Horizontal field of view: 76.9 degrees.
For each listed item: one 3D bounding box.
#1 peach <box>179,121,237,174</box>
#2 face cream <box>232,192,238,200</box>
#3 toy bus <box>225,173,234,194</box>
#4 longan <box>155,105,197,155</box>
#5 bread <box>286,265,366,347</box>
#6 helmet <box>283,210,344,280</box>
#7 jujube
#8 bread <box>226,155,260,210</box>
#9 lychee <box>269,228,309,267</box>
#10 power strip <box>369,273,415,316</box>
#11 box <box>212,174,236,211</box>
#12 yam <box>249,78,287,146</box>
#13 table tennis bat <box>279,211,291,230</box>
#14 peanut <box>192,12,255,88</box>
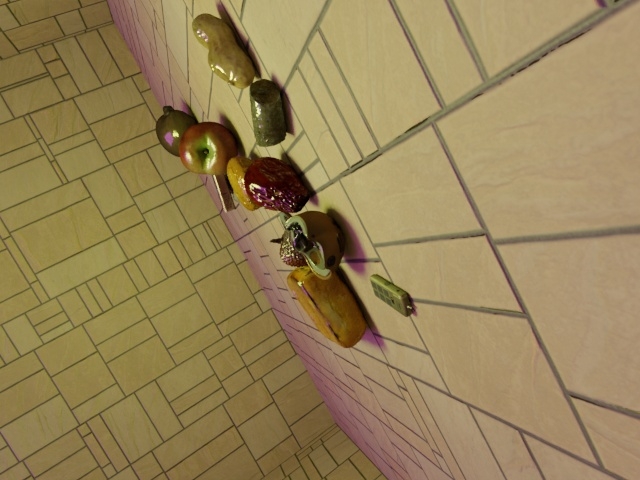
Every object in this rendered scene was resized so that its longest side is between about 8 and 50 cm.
[{"bbox_3d":[-0.485,-0.401,1.761,0.252,0.252,0.253,51,161,26],"label":"peach"},{"bbox_3d":[-0.409,-0.237,2.091,0.075,0.075,0.229,64,163,-11],"label":"face cream"},{"bbox_3d":[-0.471,-0.310,2.180,0.072,0.057,0.172,44,158,23],"label":"toy bus"},{"bbox_3d":[-0.832,-0.639,2.359,0.300,0.243,0.301,28,133,34],"label":"longan"},{"bbox_3d":[0.022,0.227,1.513,0.337,0.147,0.328,55,166,-2],"label":"bread"},{"bbox_3d":[0.000,0.000,1.232,0.198,0.130,0.225,29,151,54],"label":"helmet"},{"bbox_3d":[-0.140,-0.173,1.316,0.236,0.168,0.168,33,153,22],"label":"jujube"},{"bbox_3d":[-0.293,-0.240,1.651,0.240,0.139,0.240,51,160,27],"label":"bread"},{"bbox_3d":[-0.080,0.012,1.394,0.165,0.197,0.165,-165,90,-76],"label":"lychee"},{"bbox_3d":[0.193,0.151,1.101,0.169,0.028,0.076,30,145,58],"label":"power strip"},{"bbox_3d":[-0.517,-0.267,2.140,0.120,0.068,0.224,-155,47,-70],"label":"box"},{"bbox_3d":[-0.149,-0.352,1.146,0.107,0.107,0.183,49,158,33],"label":"yam"},{"bbox_3d":[-0.099,-0.033,1.641,0.301,0.022,0.174,28,145,63],"label":"table tennis bat"},{"bbox_3d":[-0.283,-0.557,1.177,0.101,0.117,0.263,-37,79,51],"label":"peanut"}]
